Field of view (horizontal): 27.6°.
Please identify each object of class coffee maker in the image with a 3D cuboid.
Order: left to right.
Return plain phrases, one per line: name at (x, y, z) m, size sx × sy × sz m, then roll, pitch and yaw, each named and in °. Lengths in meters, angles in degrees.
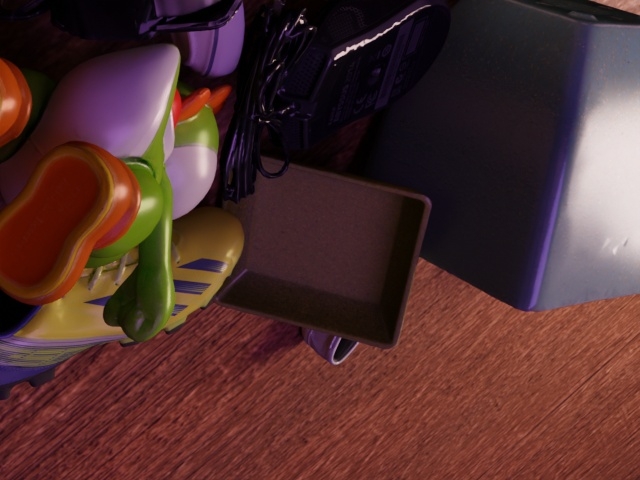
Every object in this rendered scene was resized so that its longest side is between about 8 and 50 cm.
coffee maker at (-0.135, -0.214, 0.779) m, size 0.171 × 0.120 × 0.178 m, roll -19°, pitch 139°, yaw -10°

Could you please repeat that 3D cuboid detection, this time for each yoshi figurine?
yoshi figurine at (-0.180, -0.034, 0.926) m, size 0.362 × 0.203 × 0.203 m, roll -27°, pitch 117°, yaw -78°

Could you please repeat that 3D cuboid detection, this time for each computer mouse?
computer mouse at (0.008, -0.156, 1.097) m, size 0.272 × 0.072 × 0.188 m, roll -30°, pitch 149°, yaw -43°

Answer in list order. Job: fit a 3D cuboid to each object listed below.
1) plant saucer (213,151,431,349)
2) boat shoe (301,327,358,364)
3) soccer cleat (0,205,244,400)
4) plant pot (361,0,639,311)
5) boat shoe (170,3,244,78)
plant saucer at (0.000, 0.000, 1.224) m, size 0.045 × 0.189 × 0.188 m, roll -69°, pitch 172°, yaw -51°
boat shoe at (0.057, 0.054, 1.385) m, size 0.184 × 0.063 × 0.066 m, roll -45°, pitch 144°, yaw 2°
soccer cleat at (-0.189, 0.032, 1.107) m, size 0.289 × 0.093 × 0.121 m, roll -27°, pitch 135°, yaw -23°
plant pot at (0.214, -0.104, 1.244) m, size 0.248 × 0.247 × 0.252 m, roll -6°, pitch 116°, yaw -40°
boat shoe at (-0.118, -0.224, 0.935) m, size 0.084 × 0.095 × 0.258 m, roll -24°, pitch 129°, yaw -19°
